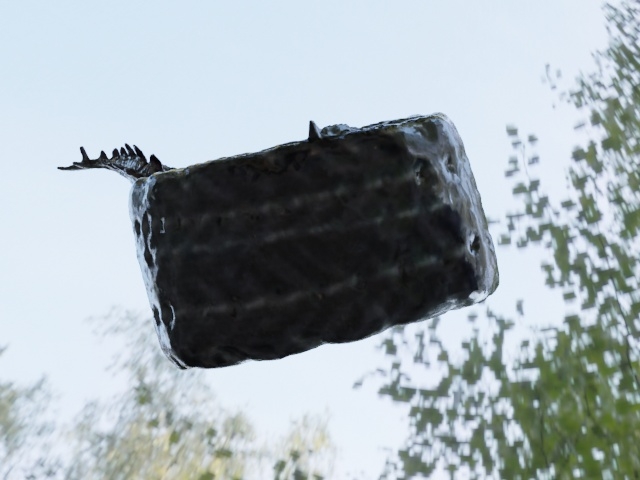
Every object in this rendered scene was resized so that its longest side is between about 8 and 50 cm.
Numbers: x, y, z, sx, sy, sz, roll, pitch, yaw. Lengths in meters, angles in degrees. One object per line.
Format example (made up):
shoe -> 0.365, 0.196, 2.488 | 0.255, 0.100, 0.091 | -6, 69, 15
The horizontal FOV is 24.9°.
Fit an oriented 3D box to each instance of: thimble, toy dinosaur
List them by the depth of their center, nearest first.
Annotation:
thimble -> -0.001, 0.000, 0.437 | 0.095, 0.104, 0.066 | -13, -89, 36
toy dinosaur -> -0.128, -0.038, 1.106 | 0.209, 0.082, 0.039 | 21, -115, 35
